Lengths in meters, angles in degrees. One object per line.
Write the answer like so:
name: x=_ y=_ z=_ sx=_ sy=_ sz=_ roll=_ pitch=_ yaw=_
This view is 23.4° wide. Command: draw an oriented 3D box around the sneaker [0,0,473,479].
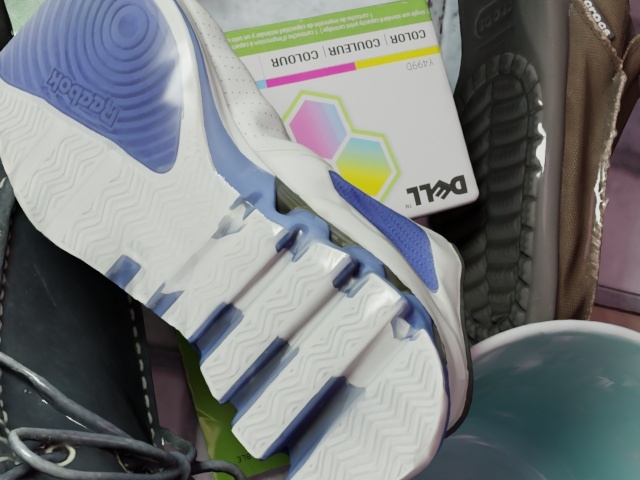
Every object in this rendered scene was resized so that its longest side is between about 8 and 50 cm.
sneaker: x=-0.029 y=0.001 z=0.803 sx=0.127 sy=0.182 sz=0.315 roll=-43 pitch=71 yaw=12

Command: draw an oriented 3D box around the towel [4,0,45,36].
towel: x=-0.199 y=-0.283 z=0.886 sx=0.248 sy=0.038 sz=0.325 roll=-44 pitch=103 yaw=-12

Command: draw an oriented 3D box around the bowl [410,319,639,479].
bowl: x=0.114 y=0.207 z=0.925 sx=0.311 sy=0.163 sz=0.311 roll=4 pitch=82 yaw=-26

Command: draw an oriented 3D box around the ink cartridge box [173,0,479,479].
ink cartridge box: x=0.000 y=0.000 z=0.936 sx=0.189 sy=0.097 sz=0.255 roll=-15 pitch=89 yaw=-27

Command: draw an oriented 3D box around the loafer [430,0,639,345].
loafer: x=0.164 y=-0.097 z=1.008 sx=0.130 sy=0.134 sz=0.366 roll=11 pitch=78 yaw=-24

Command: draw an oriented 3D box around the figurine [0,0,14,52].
figurine: x=-0.255 y=-0.163 z=0.750 sx=0.209 sy=0.092 sz=0.215 roll=-15 pitch=110 yaw=-52

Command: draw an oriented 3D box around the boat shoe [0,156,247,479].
boat shoe: x=-0.120 y=0.146 z=0.754 sx=0.187 sy=0.156 sz=0.500 roll=37 pitch=41 yaw=-48
